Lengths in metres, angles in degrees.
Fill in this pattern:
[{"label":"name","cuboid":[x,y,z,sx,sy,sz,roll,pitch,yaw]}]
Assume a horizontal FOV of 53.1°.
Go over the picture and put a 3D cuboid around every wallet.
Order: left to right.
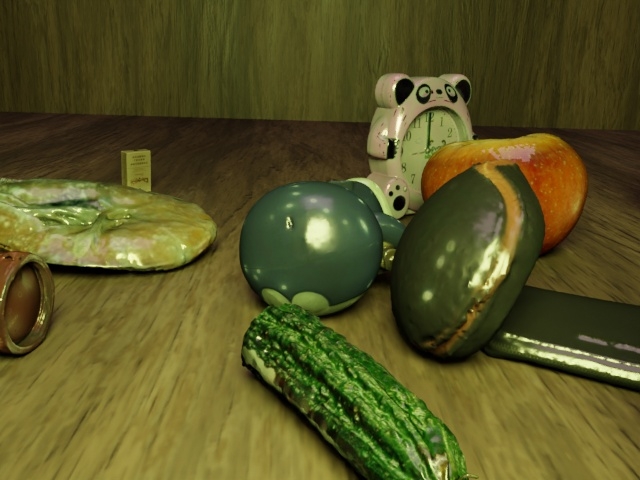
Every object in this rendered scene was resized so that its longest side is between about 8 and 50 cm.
[{"label":"wallet","cuboid":[0.291,0.096,0.614,0.250,0.044,0.149,11,22,27]}]

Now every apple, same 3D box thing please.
[{"label":"apple","cuboid":[0.265,-0.065,0.942,0.210,0.173,0.235,-13,13,-30]}]

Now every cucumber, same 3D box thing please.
[{"label":"cucumber","cuboid":[0.019,0.116,0.473,0.077,0.077,0.265,-9,22,-33]}]

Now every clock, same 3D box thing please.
[{"label":"clock","cuboid":[0.000,0.000,0.736,0.200,0.146,0.243,-5,9,16]},{"label":"clock","cuboid":[0.180,-0.168,1.134,0.228,0.248,0.090,-8,17,-31]}]

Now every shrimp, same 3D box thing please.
[{"label":"shrimp","cuboid":[-0.358,-0.013,0.833,0.446,0.110,0.221,1,24,-17]}]

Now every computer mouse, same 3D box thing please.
[{"label":"computer mouse","cuboid":[0.148,0.003,0.671,0.116,0.183,0.323,34,20,4]}]

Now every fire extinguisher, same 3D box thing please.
[{"label":"fire extinguisher","cuboid":[-0.398,0.055,0.593,0.269,0.104,0.105,4,16,4]}]

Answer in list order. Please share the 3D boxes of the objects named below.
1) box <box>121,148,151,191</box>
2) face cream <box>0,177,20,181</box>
[{"label":"box","cuboid":[-0.357,-0.134,1.241,0.024,0.083,0.053,23,25,40]},{"label":"face cream","cuboid":[-0.501,-0.077,1.096,0.244,0.058,0.092,3,10,-17]}]
